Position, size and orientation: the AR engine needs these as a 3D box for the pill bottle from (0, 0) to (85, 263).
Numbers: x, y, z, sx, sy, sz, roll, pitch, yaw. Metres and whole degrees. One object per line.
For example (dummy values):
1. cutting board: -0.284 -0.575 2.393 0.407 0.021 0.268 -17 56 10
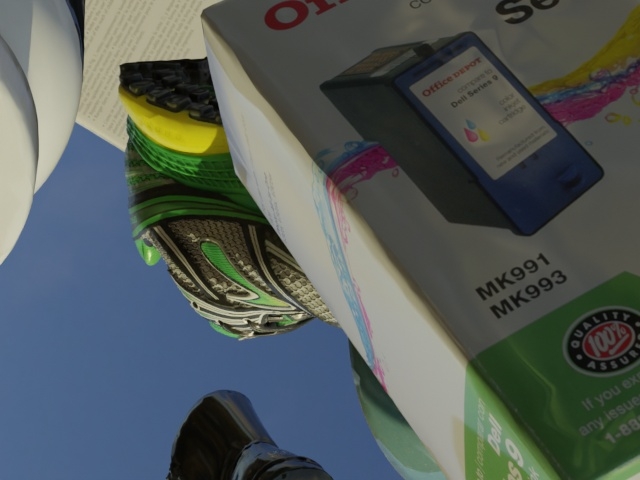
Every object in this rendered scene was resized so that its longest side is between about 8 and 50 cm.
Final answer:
1. pill bottle: -0.180 -0.090 0.639 0.162 0.162 0.278 -62 -160 23

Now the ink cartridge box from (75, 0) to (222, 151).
1. ink cartridge box: -0.144 -0.222 1.152 0.275 0.239 0.060 -58 -179 21

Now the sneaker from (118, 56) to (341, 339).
1. sneaker: 0.000 0.000 0.868 0.343 0.134 0.146 32 -54 50

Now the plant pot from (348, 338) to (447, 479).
1. plant pot: 0.192 0.056 1.058 0.195 0.290 0.290 0 -99 49

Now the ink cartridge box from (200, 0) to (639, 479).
1. ink cartridge box: 0.079 -0.013 0.473 0.212 0.154 0.093 54 -16 37

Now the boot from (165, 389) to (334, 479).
1. boot: -0.059 0.257 1.197 0.207 0.094 0.246 -155 -111 -67
